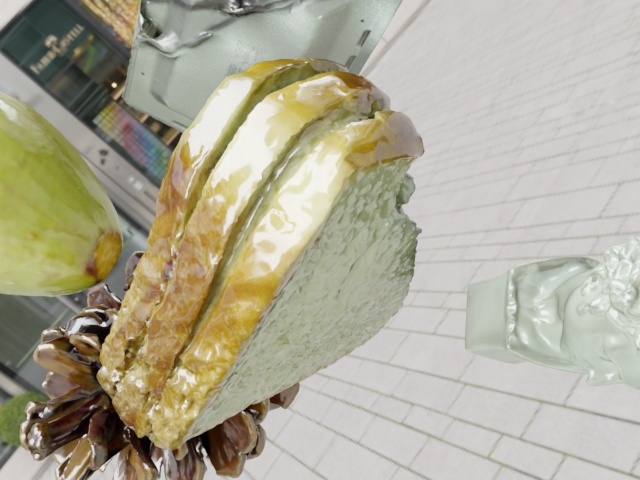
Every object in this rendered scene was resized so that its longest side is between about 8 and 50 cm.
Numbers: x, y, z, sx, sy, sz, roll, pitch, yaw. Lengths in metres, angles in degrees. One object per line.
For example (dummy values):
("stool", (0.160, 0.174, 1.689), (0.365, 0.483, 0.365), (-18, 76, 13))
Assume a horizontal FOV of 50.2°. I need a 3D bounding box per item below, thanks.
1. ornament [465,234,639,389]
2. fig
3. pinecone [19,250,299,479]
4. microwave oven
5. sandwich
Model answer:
("ornament", (0.237, 0.060, 0.593), (0.285, 0.121, 0.130), (172, 108, -73))
("fig", (-0.414, -0.046, 0.887), (0.258, 0.326, 0.258), (-56, -2, -3))
("pinecone", (-0.236, 0.205, 0.959), (0.384, 0.384, 0.384), (-44, 14, 15))
("microwave oven", (-0.023, -0.322, 0.746), (0.432, 0.236, 0.374), (-54, 13, 53))
("sandwich", (0.003, 0.003, 0.479), (0.288, 0.100, 0.254), (-14, -41, -55))
